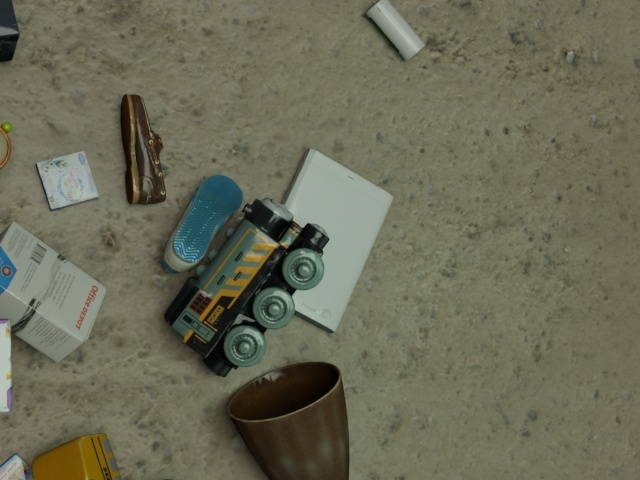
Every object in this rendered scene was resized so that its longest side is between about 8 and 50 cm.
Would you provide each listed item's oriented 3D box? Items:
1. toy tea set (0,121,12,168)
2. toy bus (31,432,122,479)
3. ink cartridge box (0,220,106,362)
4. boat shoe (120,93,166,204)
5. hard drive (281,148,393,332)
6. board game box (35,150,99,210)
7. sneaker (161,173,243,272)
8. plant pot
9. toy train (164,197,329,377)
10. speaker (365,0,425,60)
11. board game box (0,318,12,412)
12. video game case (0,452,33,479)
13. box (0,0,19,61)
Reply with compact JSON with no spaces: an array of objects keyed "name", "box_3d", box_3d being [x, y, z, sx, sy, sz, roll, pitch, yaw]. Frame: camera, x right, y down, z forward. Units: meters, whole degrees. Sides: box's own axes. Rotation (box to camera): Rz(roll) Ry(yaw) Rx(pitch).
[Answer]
[{"name":"toy tea set","box_3d":[-0.641,-0.074,1.710,0.200,0.124,0.336,10,78,-20]},{"name":"toy bus","box_3d":[-0.372,0.497,1.686,0.108,0.130,0.332,-25,76,14]},{"name":"ink cartridge box","box_3d":[-0.482,0.089,1.722,0.203,0.086,0.148,40,31,-21]},{"name":"boat shoe","box_3d":[-0.328,-0.168,1.883,0.073,0.073,0.207,-5,91,-24]},{"name":"hard drive","box_3d":[0.000,0.000,2.006,0.203,0.040,0.307,29,72,-16]},{"name":"board game box","box_3d":[-0.460,-0.109,1.845,0.090,0.020,0.090,-17,89,-23]},{"name":"sneaker","box_3d":[-0.225,-0.035,1.898,0.087,0.092,0.228,40,50,-10]},{"name":"plant pot","box_3d":[-0.032,0.374,1.864,0.215,0.215,0.230,-25,107,-23]},{"name":"toy train","box_3d":[-0.132,0.084,1.851,0.190,0.142,0.334,37,92,-7]},{"name":"speaker","box_3d":[0.158,-0.443,2.126,0.136,0.055,0.055,48,68,-10]},{"name":"board game box","box_3d":[-0.574,0.205,1.613,0.142,0.275,0.144,0,82,-22]},{"name":"video game case","box_3d":[-0.513,0.467,1.741,0.119,0.015,0.166,-43,99,-21]},{"name":"box","box_3d":[-0.611,-0.362,1.747,0.156,0.158,0.093,-14,88,-23]}]
